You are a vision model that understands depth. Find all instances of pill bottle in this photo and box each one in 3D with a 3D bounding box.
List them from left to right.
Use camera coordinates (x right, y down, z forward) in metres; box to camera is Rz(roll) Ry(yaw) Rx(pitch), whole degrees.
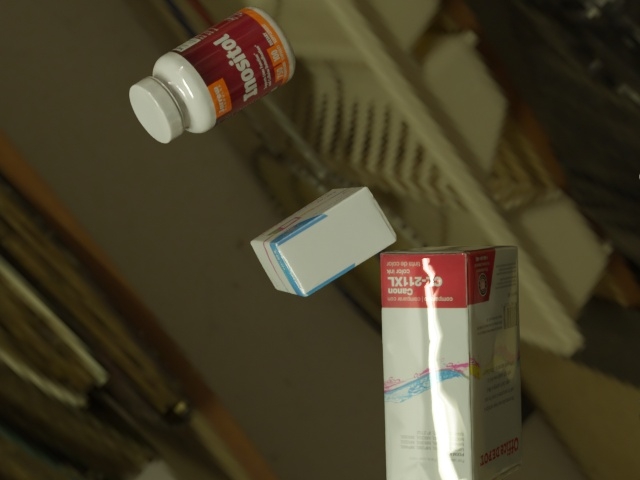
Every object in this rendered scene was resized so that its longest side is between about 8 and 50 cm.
[{"bbox_3d":[-0.106,-0.158,1.569,0.086,0.152,0.086,42,153,27],"label":"pill bottle"}]

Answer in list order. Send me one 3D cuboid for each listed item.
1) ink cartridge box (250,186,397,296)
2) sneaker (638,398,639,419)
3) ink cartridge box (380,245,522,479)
[{"bbox_3d":[0.000,0.000,1.302,0.052,0.088,0.122,59,170,-6],"label":"ink cartridge box"},{"bbox_3d":[0.478,0.216,1.715,0.276,0.135,0.097,3,172,5],"label":"sneaker"},{"bbox_3d":[0.101,0.093,1.221,0.072,0.175,0.127,-1,-179,23],"label":"ink cartridge box"}]
